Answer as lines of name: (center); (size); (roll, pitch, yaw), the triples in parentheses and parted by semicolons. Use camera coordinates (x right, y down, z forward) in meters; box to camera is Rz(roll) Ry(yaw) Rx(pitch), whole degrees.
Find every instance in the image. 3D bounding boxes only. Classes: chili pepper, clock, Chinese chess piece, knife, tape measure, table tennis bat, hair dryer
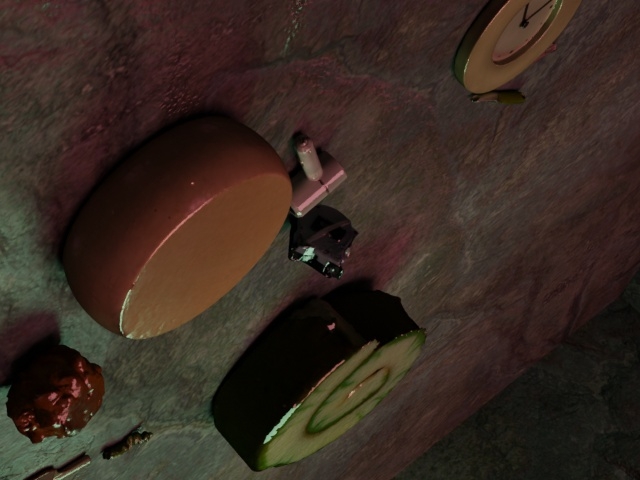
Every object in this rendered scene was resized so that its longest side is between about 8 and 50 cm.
chili pepper: (-0.276, 0.293, 2.235); (0.083, 0.022, 0.027); (-26, 157, -35)
clock: (0.270, -0.295, 2.101); (0.235, 0.029, 0.235); (-38, 159, -18)
Chinese chess piece: (-0.152, -0.012, 1.682); (0.273, 0.102, 0.273); (-38, 160, -17)
knife: (0.263, -0.210, 2.289); (0.026, 0.022, 0.184); (-23, 174, 28)
tape measure: (0.000, -0.002, 2.061); (0.054, 0.091, 0.094); (118, -7, -47)
table tennis bat: (-0.377, 0.332, 2.121); (0.156, 0.013, 0.087); (-28, 155, -37)
hair dryer: (-0.018, -0.088, 1.911); (0.082, 0.047, 0.137); (-40, 157, -10)

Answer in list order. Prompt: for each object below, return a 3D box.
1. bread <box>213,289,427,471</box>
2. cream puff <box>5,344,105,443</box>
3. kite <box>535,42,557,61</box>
bread: (0.000, 0.208, 2.483); (0.366, 0.129, 0.382); (-35, 160, -19)
cream puff: (-0.307, 0.173, 1.791); (0.116, 0.094, 0.122); (-19, 127, -60)
kite: (0.327, -0.293, 2.265); (0.152, 0.005, 0.137); (-48, 161, 12)
